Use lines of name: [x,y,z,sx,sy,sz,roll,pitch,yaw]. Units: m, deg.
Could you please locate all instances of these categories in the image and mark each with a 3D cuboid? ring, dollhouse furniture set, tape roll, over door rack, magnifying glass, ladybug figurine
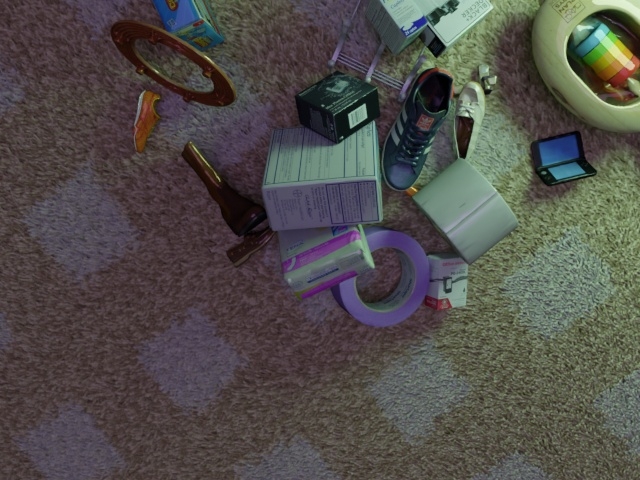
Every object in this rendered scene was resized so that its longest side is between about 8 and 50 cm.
ring: [-0.371,-0.428,1.432,0.336,0.336,0.032,26,78,-4]
dollhouse furniture set: [0.411,-0.447,1.555,0.114,0.091,0.081,-5,85,4]
tape roll: [0.386,-0.077,1.536,0.169,0.246,0.246,-40,98,8]
tape roll: [0.167,0.101,1.608,0.275,0.090,0.275,-3,100,-18]
over door rack: [0.187,-0.566,1.514,0.239,0.108,0.324,24,100,-5]
magnifying glass: [0.202,-0.184,1.627,0.231,0.026,0.092,36,99,-7]
ladybug figurine: [0.732,-0.477,1.491,0.305,0.162,0.449,-41,94,13]

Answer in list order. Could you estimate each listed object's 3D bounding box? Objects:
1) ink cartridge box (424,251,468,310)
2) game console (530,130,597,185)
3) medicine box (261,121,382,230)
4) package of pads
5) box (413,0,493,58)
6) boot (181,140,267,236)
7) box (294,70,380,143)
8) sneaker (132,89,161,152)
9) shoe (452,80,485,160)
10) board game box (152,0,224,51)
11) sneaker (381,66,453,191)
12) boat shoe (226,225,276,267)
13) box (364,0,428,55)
ink cartridge box: [0.364,0.116,1.644,0.109,0.063,0.150,-5,102,-27]
game console: [0.679,-0.229,1.589,0.144,0.124,0.085,-13,127,3]
medicine box: [0.010,-0.172,1.481,0.289,0.263,0.149,-3,133,7]
package of pads: [0.000,0.000,1.523,0.229,0.296,0.101,-25,130,12]
box: [0.275,-0.633,1.439,0.169,0.087,0.290,-40,92,-6]
boot: [-0.260,-0.151,1.525,0.096,0.264,0.280,-35,100,-10]
box: [0.044,-0.350,1.482,0.156,0.158,0.093,-37,139,-22]
sneaker: [-0.483,-0.327,1.585,0.067,0.064,0.175,13,103,-12]
shoe: [0.402,-0.320,1.552,0.076,0.058,0.219,11,119,21]
board game box: [-0.365,-0.643,1.402,0.086,0.302,0.308,-24,99,5]
sneaker: [0.262,-0.300,1.531,0.131,0.148,0.350,15,98,-9]
boat shoe: [-0.197,0.004,1.644,0.178,0.064,0.060,-39,100,10]
box: [0.185,-0.551,1.406,0.072,0.126,0.137,-37,92,-6]
